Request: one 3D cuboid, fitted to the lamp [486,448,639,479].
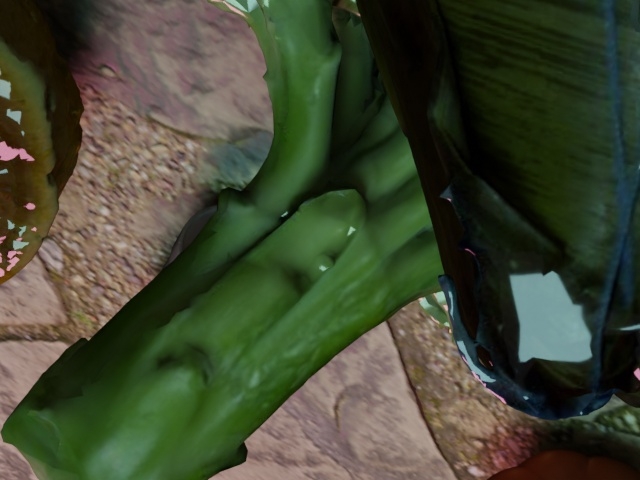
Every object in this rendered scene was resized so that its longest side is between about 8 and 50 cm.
[{"bbox_3d":[0.195,0.253,1.362,0.188,0.187,0.164,9,140,9],"label":"lamp"}]

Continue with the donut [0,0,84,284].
[{"bbox_3d":[-0.309,-0.112,1.144,0.330,0.160,0.330,7,129,8],"label":"donut"}]

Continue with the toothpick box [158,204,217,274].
[{"bbox_3d":[-0.082,0.053,1.287,0.098,0.098,0.149,24,140,-9],"label":"toothpick box"}]

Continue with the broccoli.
[{"bbox_3d":[0.034,0.010,0.986,0.353,0.397,0.275,17,166,-8],"label":"broccoli"}]

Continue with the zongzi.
[{"bbox_3d":[0.031,-0.145,0.794,0.432,0.403,0.208,14,175,3],"label":"zongzi"}]
